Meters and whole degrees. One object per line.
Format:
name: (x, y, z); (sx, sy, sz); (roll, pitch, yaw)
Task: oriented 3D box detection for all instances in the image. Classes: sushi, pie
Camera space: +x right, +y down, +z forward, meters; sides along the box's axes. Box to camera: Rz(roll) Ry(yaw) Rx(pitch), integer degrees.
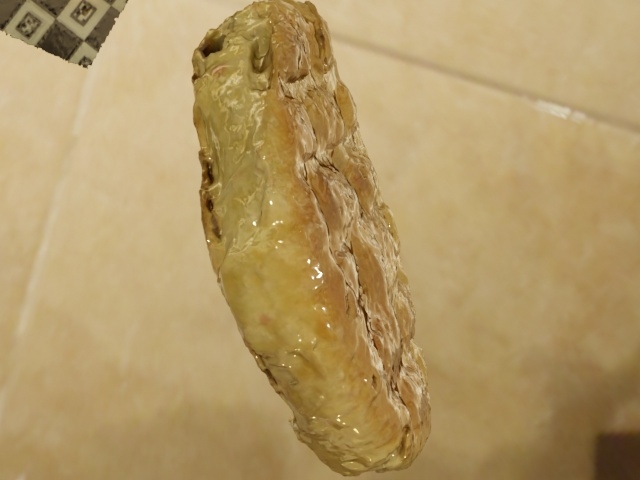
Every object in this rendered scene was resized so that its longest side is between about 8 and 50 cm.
sushi: (-0.239, -0.265, 1.546); (0.210, 0.040, 0.193); (28, 86, 26)
pie: (0.000, 0.000, 1.132); (0.083, 0.339, 0.339); (-15, 106, 11)
